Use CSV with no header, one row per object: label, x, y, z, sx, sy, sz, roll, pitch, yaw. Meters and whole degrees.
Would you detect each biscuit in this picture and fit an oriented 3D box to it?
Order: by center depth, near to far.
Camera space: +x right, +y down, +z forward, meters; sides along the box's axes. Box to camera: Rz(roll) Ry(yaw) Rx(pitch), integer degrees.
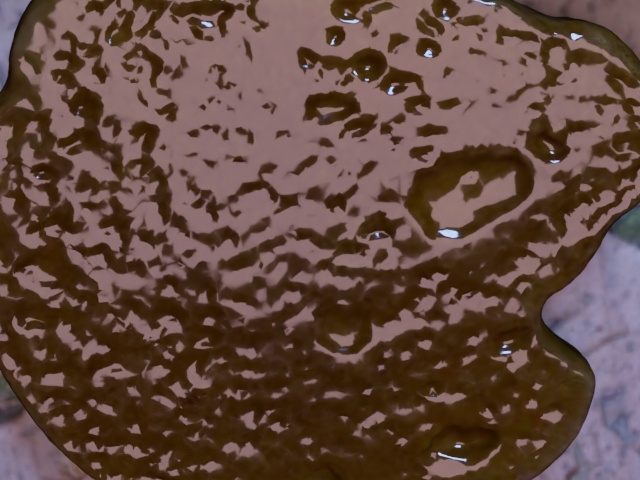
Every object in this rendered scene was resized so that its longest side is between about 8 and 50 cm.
biscuit,0.000,0.000,0.647,0.381,0.074,0.359,-22,106,3
